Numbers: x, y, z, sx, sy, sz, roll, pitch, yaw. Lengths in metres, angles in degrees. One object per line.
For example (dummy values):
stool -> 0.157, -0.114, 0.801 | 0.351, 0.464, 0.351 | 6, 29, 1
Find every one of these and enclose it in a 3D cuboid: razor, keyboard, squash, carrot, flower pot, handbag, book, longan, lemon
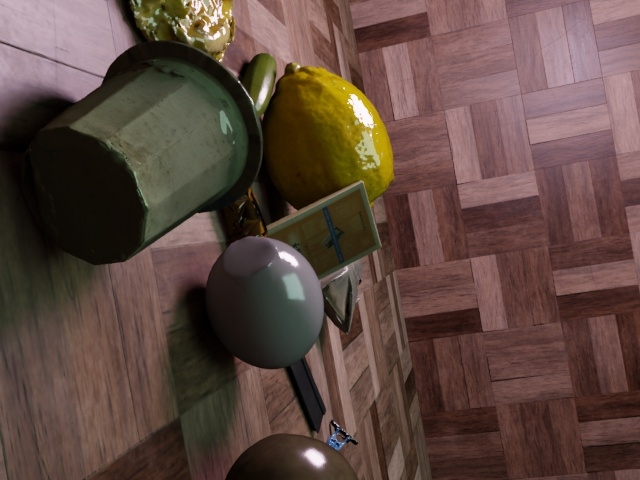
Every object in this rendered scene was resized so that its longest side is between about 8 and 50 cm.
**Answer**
razor -> 0.018, 0.454, 1.526 | 0.082, 0.042, 0.253 | 39, 8, 12
keyboard -> -0.035, 0.299, 1.462 | 0.072, 0.023, 0.231 | -69, 147, -52
squash -> -0.126, -0.311, 1.421 | 0.252, 0.066, 0.066 | -84, 160, -48
carrot -> -0.148, -0.085, 1.180 | 0.069, 0.069, 0.228 | -74, 150, -61
flower pot -> -0.199, -0.087, 0.743 | 0.202, 0.213, 0.212 | -50, 130, -55
handbag -> 0.043, 0.093, 1.731 | 0.182, 0.117, 0.270 | 56, 24, -29
book -> 0.000, 0.000, 1.402 | 0.018, 0.242, 0.170 | 44, -22, 53
longan -> -0.036, 0.392, 0.967 | 0.246, 0.215, 0.246 | 53, 19, -27
lemon -> 0.008, -0.196, 1.487 | 0.316, 0.285, 0.285 | 32, 37, -23

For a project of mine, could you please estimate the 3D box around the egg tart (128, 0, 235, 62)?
egg tart -> -0.196, -0.384, 1.082 | 0.297, 0.132, 0.296 | -6, 90, -72

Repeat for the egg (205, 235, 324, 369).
egg -> -0.081, 0.101, 1.073 | 0.231, 0.176, 0.176 | 71, 16, -48
